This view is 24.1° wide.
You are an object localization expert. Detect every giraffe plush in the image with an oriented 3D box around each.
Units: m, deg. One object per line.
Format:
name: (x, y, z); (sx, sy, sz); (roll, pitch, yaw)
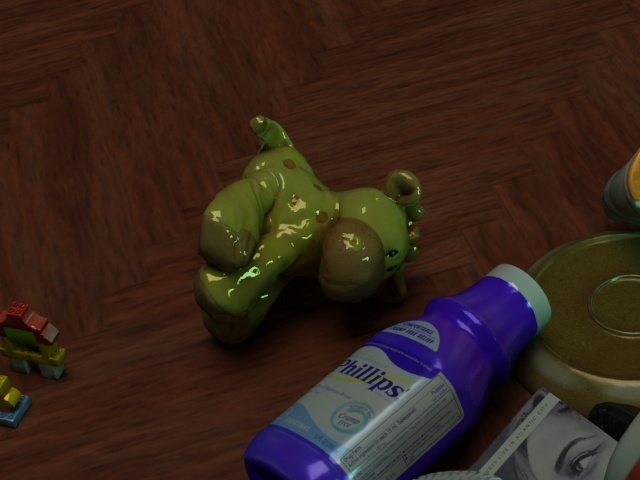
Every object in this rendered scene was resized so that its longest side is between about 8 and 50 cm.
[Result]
giraffe plush: (0.000, 0.000, 1.349); (0.170, 0.181, 0.210); (16, 64, 11)

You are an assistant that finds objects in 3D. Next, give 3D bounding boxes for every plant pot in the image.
plant pot: (0.273, 0.065, 1.315); (0.236, 0.032, 0.236); (-6, 42, 5)

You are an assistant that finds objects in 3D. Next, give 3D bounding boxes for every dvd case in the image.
dvd case: (0.191, 0.228, 1.116); (0.164, 0.018, 0.221); (-47, 50, -8)

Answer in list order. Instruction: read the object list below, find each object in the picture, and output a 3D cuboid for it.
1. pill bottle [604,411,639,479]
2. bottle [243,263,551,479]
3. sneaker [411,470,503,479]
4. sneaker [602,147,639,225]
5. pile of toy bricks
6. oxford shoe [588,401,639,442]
pill bottle: (0.361, 0.222, 0.909); (0.210, 0.210, 0.363); (-28, 58, -20)
bottle: (0.072, 0.125, 1.224); (0.283, 0.092, 0.118); (-38, 32, -24)
sneaker: (0.041, 0.282, 1.042); (0.366, 0.210, 0.137); (-19, 19, 49)
sneaker: (0.383, -0.050, 1.379); (0.262, 0.121, 0.099); (3, 83, -13)
pile of toy bricks: (-0.348, 0.094, 1.347); (0.212, 0.105, 0.118); (9, 45, 20)
oxford shoe: (0.304, 0.188, 1.148); (0.096, 0.082, 0.227); (-22, 42, -38)
